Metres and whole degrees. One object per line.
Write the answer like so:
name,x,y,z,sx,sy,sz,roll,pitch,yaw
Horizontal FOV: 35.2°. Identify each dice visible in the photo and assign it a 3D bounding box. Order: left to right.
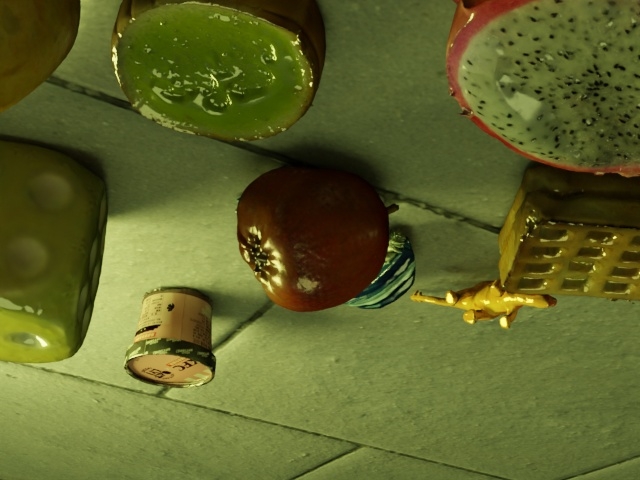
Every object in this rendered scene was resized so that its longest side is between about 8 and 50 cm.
dice,-0.419,0.018,1.360,0.233,0.238,0.227,9,152,-7

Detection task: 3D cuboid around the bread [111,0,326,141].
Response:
bread,-0.106,-0.197,1.068,0.236,0.070,0.236,5,145,3

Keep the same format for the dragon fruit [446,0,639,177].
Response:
dragon fruit,0.248,-0.205,0.907,0.290,0.189,0.291,11,149,7

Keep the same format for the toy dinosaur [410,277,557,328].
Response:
toy dinosaur,0.258,0.087,1.522,0.117,0.071,0.288,-9,-178,-32

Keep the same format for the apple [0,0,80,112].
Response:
apple,-0.371,-0.221,0.874,0.299,0.299,0.275,-19,115,38

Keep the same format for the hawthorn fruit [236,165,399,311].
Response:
hawthorn fruit,0.010,-0.011,1.318,0.225,0.197,0.196,-18,159,-22

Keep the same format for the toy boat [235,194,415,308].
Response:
toy boat,0.000,0.000,1.465,0.291,0.067,0.220,36,140,-25

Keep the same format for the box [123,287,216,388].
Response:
box,-0.247,0.160,1.696,0.151,0.135,0.151,1,152,1

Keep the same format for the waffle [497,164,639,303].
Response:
waffle,0.410,-0.001,1.328,0.327,0.098,0.224,4,153,0
